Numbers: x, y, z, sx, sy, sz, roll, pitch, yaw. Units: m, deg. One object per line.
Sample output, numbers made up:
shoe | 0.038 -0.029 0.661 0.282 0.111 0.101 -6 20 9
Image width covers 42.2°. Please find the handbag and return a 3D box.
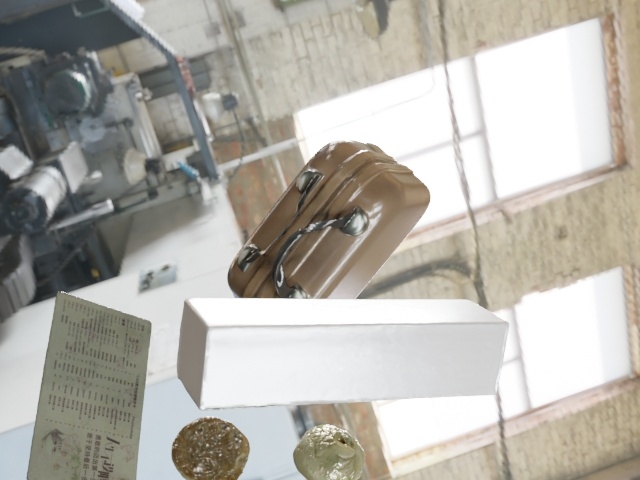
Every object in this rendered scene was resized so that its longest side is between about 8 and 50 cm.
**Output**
handbag | 0.000 0.000 1.166 0.149 0.302 0.283 44 14 14

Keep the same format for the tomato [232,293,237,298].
tomato | -0.149 0.065 1.886 0.091 0.159 0.139 48 19 16

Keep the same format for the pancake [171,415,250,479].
pancake | -0.209 0.404 1.581 0.025 0.151 0.152 106 -28 -44

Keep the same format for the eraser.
eraser | 0.025 0.099 0.759 0.078 0.298 0.076 -149 -117 -63

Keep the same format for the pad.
pad | -0.308 0.210 1.138 0.159 0.009 0.265 24 53 -37

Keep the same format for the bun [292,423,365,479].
bun | 0.015 0.328 1.280 0.115 0.115 0.069 -116 -135 -59
